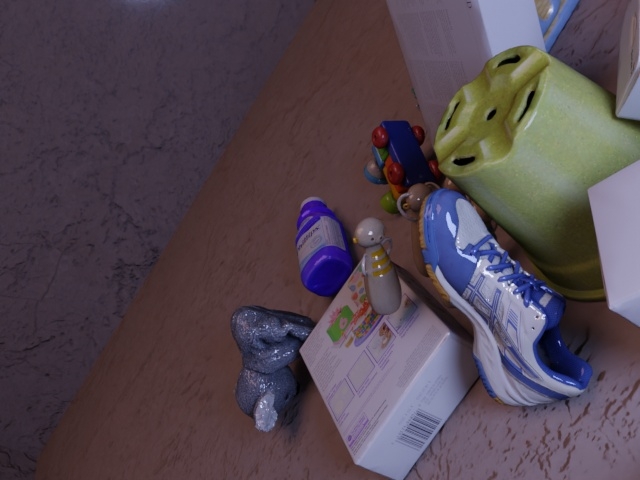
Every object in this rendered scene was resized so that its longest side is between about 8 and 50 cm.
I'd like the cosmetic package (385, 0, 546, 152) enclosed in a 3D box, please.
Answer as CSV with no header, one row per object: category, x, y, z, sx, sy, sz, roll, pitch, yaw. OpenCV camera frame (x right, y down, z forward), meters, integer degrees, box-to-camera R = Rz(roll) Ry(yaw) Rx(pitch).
cosmetic package,0.230,-0.305,1.064,0.097,0.377,0.284,-26,23,-9

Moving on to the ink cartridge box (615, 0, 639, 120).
ink cartridge box,0.437,-0.199,0.723,0.087,0.208,0.153,84,-160,-61

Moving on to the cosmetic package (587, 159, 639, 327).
cosmetic package,0.442,-0.035,0.561,0.365,0.197,0.155,-39,33,42

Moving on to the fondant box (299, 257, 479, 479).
fondant box,0.102,0.184,1.094,0.238,0.096,0.330,-56,26,9

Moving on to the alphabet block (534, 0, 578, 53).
alphabet block,0.323,-0.438,1.231,0.193,0.192,0.197,-58,26,2

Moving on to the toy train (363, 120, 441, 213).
toy train,0.162,-0.098,1.300,0.143,0.105,0.248,121,137,-52

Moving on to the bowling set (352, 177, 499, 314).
bowling set,0.205,-0.004,0.973,0.200,0.154,0.287,11,37,40

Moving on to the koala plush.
koala plush,-0.105,0.254,1.329,0.196,0.203,0.221,18,92,65

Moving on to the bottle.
bottle,0.000,0.000,1.486,0.118,0.092,0.283,-50,26,24

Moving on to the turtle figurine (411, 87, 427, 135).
turtle figurine,0.235,-0.305,1.337,0.118,0.175,0.234,-19,70,10

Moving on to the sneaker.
sneaker,0.228,0.061,0.811,0.131,0.296,0.112,-19,14,49

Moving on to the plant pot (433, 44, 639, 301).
plant pot,0.293,-0.101,0.845,0.276,0.254,0.276,-44,29,32
